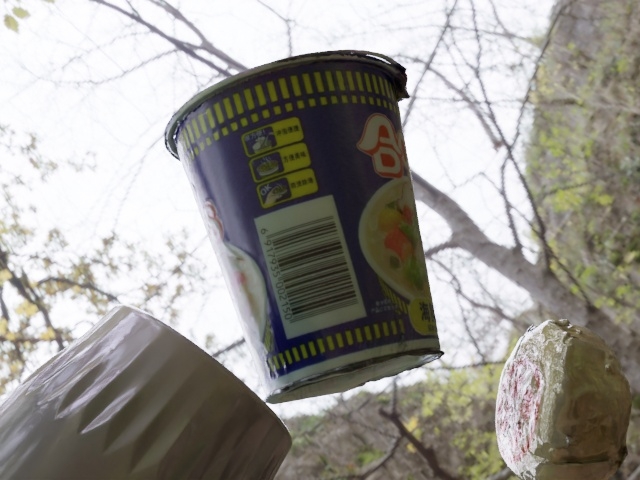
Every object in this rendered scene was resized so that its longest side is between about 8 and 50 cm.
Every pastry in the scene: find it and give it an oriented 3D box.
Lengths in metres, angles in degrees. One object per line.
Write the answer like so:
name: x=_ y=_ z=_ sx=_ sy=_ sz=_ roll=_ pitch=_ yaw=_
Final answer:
pastry: x=0.343 y=0.239 z=1.321 sx=0.133 sy=0.265 sz=0.265 roll=13 pitch=-66 yaw=-8

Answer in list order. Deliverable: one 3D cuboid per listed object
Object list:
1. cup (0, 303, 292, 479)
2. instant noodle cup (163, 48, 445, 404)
cup: x=-0.207 y=0.256 z=0.752 sx=0.371 sy=0.253 sz=0.253 roll=-51 pitch=-43 yaw=-20
instant noodle cup: x=0.000 y=0.000 z=0.988 sx=0.284 sy=0.312 sz=0.284 roll=-14 pitch=-15 yaw=-4
